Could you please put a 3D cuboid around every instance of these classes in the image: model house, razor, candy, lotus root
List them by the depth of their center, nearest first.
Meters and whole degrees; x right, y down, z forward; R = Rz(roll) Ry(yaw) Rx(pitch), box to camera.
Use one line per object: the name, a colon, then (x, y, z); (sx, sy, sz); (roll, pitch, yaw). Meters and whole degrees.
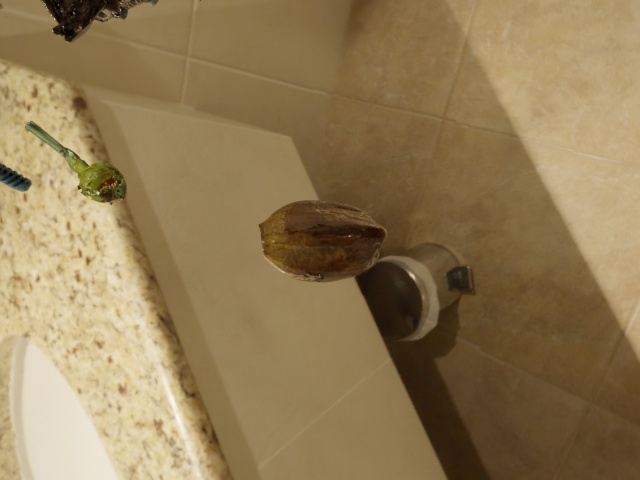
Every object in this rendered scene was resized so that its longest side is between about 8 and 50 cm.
model house: (-0.365, -0.399, 0.696); (0.203, 0.141, 0.164); (-120, 32, -54)
candy: (-0.457, -0.149, 0.824); (0.262, 0.077, 0.073); (35, 77, 16)
razor: (-0.727, -0.180, 0.924); (0.253, 0.082, 0.042); (36, 135, -22)
lotus root: (-0.003, 0.006, 1.041); (0.193, 0.290, 0.193); (-179, 90, -67)

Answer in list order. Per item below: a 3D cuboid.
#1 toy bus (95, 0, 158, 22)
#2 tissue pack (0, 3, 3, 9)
toy bus: (-0.657, -0.844, 1.429); (0.323, 0.162, 0.194); (-5, 88, 28)
tissue pack: (-0.336, -0.178, 0.269); (0.148, 0.209, 0.156); (-16, 124, 45)
